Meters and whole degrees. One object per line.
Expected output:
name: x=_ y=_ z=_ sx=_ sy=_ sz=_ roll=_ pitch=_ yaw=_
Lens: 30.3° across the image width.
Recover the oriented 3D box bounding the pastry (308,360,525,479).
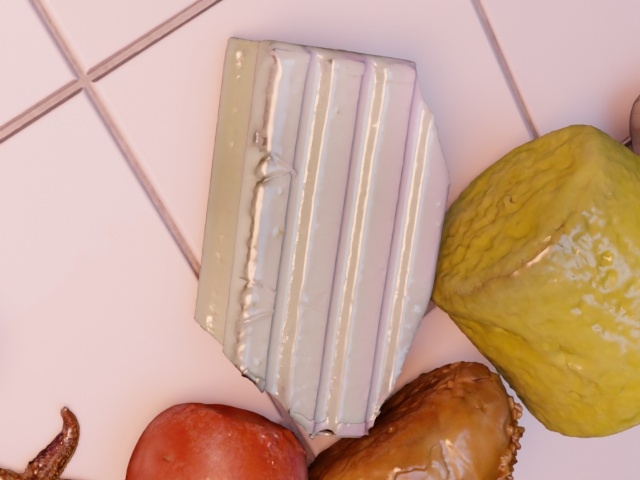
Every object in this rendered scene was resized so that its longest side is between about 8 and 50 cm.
pastry: x=0.114 y=0.284 z=1.451 sx=0.311 sy=0.255 sz=0.162 roll=-38 pitch=92 yaw=-17

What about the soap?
soap: x=0.000 y=0.000 z=1.386 sx=0.261 sy=0.156 sz=0.446 roll=2 pitch=98 yaw=-30

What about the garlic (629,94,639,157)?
garlic: x=0.581 y=-0.102 z=1.634 sx=0.318 sy=0.259 sz=0.317 roll=-2 pitch=101 yaw=-9

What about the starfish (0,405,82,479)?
starfish: x=-0.327 y=0.288 z=1.317 sx=0.238 sy=0.057 sz=0.213 roll=44 pitch=70 yaw=-29

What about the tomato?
tomato: x=-0.118 y=0.284 z=1.346 sx=0.208 sy=0.208 sz=0.184 roll=19 pitch=86 yaw=-31

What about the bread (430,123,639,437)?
bread: x=0.314 y=0.046 z=1.478 sx=0.308 sy=0.348 sz=0.348 roll=35 pitch=82 yaw=-20
